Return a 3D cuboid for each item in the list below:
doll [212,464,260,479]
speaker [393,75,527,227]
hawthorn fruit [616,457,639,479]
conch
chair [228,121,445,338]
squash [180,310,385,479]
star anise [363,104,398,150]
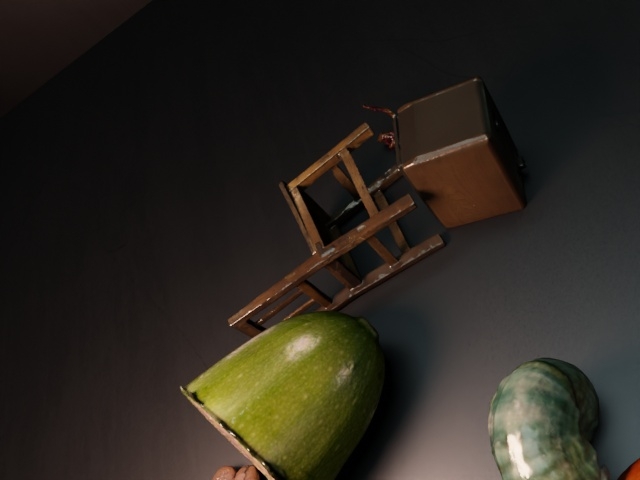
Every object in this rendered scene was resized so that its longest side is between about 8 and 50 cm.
[{"bbox_3d":[-0.191,0.541,1.142,0.201,0.156,0.303,-21,48,31],"label":"doll"},{"bbox_3d":[0.263,-0.156,1.197,0.192,0.231,0.153,-16,55,26],"label":"speaker"},{"bbox_3d":[0.455,0.361,0.789,0.262,0.210,0.211,-49,41,35],"label":"hawthorn fruit"},{"bbox_3d":[0.321,0.276,0.922,0.195,0.221,0.277,-17,9,-11],"label":"conch"},{"bbox_3d":[0.000,0.000,1.310,0.416,0.203,0.241,-33,54,11],"label":"chair"},{"bbox_3d":[-0.037,0.253,1.146,0.310,0.310,0.309,24,63,41],"label":"squash"},{"bbox_3d":[0.168,-0.248,1.423,0.190,0.070,0.097,34,95,30],"label":"star anise"}]
